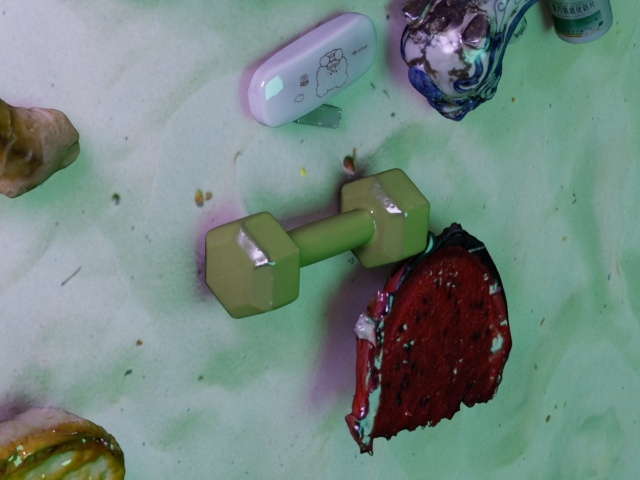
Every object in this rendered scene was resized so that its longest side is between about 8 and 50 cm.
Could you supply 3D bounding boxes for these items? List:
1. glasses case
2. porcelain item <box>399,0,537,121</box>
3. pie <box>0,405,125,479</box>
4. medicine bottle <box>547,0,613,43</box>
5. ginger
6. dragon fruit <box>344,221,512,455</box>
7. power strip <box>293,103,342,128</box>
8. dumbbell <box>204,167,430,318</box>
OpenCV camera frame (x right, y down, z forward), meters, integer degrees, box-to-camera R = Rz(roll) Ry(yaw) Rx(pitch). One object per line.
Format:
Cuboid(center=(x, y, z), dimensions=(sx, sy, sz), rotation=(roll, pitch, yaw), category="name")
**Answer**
Cuboid(center=(-0.007, -0.192, 1.838), dimensions=(0.193, 0.049, 0.074), rotation=(-34, 132, -34), category="glasses case")
Cuboid(center=(0.210, -0.284, 1.989), dimensions=(0.288, 0.138, 0.186), rotation=(-58, 152, -10), category="porcelain item")
Cuboid(center=(-0.329, 0.308, 1.676), dimensions=(0.315, 0.092, 0.315), rotation=(-29, 133, -36), category="pie")
Cuboid(center=(0.335, -0.330, 2.154), dimensions=(0.080, 0.080, 0.130), rotation=(-48, 138, -23), category="medicine bottle")
Cuboid(center=(-0.296, -0.097, 1.525), dimensions=(0.190, 0.069, 0.095), rotation=(31, 89, -53), category="ginger")
Cuboid(center=(0.136, 0.105, 2.114), dimensions=(0.343, 0.100, 0.282), rotation=(-7, 112, -53), category="dragon fruit")
Cuboid(center=(-0.003, -0.145, 1.892), dimensions=(0.083, 0.017, 0.027), rotation=(5, 105, -51), category="power strip")
Cuboid(center=(0.000, 0.000, 1.896), dimensions=(0.302, 0.121, 0.108), rotation=(-19, 93, -43), category="dumbbell")
